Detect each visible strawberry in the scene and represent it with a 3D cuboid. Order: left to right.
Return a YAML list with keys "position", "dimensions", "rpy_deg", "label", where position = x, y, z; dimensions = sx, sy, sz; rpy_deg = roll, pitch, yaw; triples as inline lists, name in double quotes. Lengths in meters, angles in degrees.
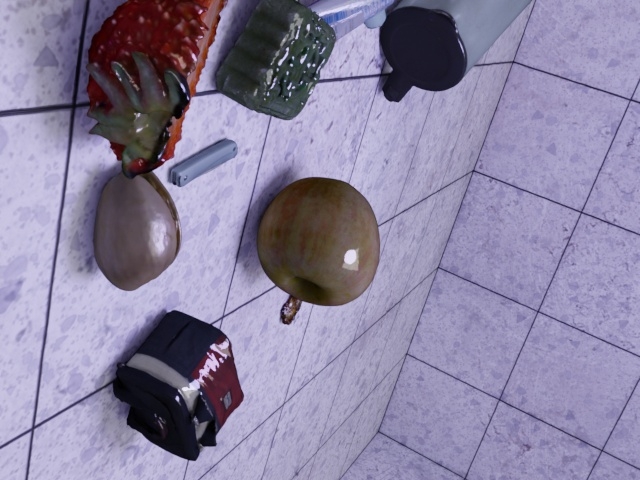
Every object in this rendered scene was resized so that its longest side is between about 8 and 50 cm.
- position: [-0.204, -0.240, 0.889]
  dimensions: [0.233, 0.137, 0.306]
  rpy_deg: [121, -17, -47]
  label: "strawberry"

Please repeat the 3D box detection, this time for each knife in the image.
- position: [-0.189, -0.126, 1.163]
  dimensions: [0.162, 0.023, 0.044]
  rpy_deg: [-41, 153, -50]
  label: "knife"

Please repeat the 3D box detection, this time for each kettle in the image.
- position: [0.304, -0.525, 1.712]
  dimensions: [0.377, 0.250, 0.361]
  rpy_deg: [-51, -175, -28]
  label: "kettle"

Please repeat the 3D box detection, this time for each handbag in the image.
- position: [-0.243, 0.270, 1.260]
  dimensions: [0.181, 0.181, 0.254]
  rpy_deg: [-53, 154, -36]
  label: "handbag"

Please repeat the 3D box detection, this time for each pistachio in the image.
- position: [-0.260, -0.014, 0.994]
  dimensions: [0.124, 0.124, 0.185]
  rpy_deg: [-30, 124, -58]
  label: "pistachio"

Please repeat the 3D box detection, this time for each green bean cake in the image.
- position: [-0.063, -0.294, 1.148]
  dimensions: [0.185, 0.094, 0.183]
  rpy_deg: [-61, 162, 11]
  label: "green bean cake"

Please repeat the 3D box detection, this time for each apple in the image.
- position: [0.000, 0.000, 1.454]
  dimensions: [0.257, 0.256, 0.234]
  rpy_deg: [81, 24, -57]
  label: "apple"

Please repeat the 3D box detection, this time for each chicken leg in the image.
- position: [-0.067, 0.147, 1.781]
  dimensions: [0.062, 0.037, 0.145]
  rpy_deg: [3, 113, -55]
  label: "chicken leg"

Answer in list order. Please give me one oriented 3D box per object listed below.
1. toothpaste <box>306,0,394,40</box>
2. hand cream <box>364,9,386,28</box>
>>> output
- position: [0.042, -0.417, 1.287]
  dimensions: [0.299, 0.073, 0.114]
  rpy_deg: [-36, 152, -15]
  label: "toothpaste"
- position: [0.077, -0.519, 1.329]
  dimensions: [0.085, 0.058, 0.331]
  rpy_deg: [-60, 160, -11]
  label: "hand cream"
